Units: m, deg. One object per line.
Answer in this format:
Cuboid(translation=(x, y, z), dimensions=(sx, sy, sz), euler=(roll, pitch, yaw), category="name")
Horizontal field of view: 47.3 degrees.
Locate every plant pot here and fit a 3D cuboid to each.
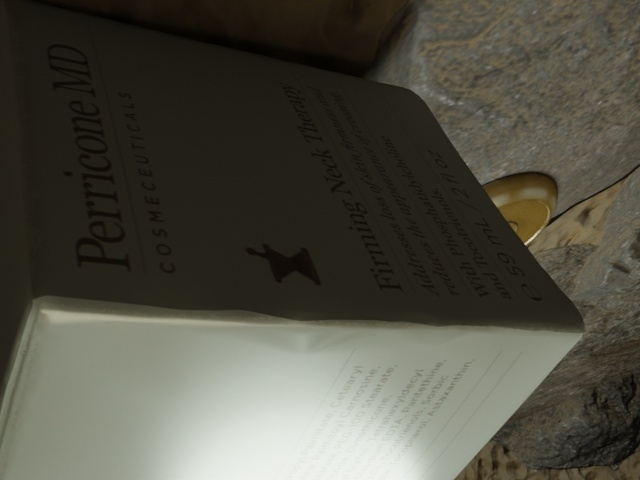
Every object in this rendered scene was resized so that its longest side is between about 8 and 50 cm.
Cuboid(translation=(0.263, -0.015, 1.127), dimensions=(0.236, 0.032, 0.236), euler=(-17, 150, -10), category="plant pot")

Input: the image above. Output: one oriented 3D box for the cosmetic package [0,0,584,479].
Cuboid(translation=(-0.081, 0.056, 0.621), dimensions=(0.394, 0.329, 0.327), euler=(6, 130, -31), category="cosmetic package")
